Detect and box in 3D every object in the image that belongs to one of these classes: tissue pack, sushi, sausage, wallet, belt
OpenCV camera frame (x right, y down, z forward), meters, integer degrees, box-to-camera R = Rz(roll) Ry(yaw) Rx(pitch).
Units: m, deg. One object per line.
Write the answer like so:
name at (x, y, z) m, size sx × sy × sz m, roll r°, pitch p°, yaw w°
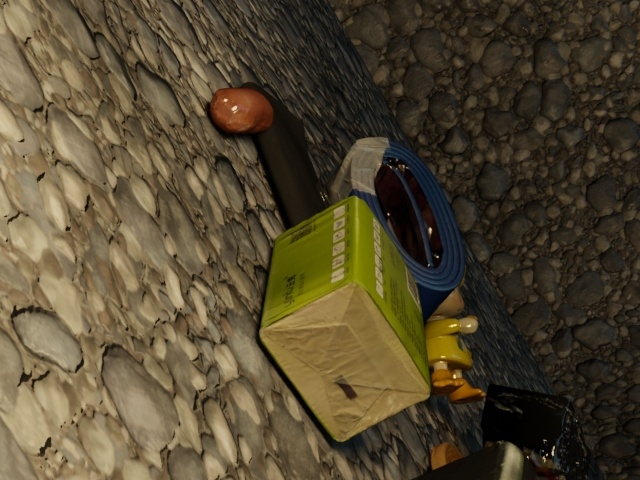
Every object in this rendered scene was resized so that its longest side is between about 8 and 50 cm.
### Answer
tissue pack at (0.035, 0.098, 1.410) m, size 0.200 × 0.167 × 0.275 m, roll 55°, pitch 17°, yaw -20°
sushi at (0.407, 0.432, 1.978) m, size 0.227 × 0.215 × 0.212 m, roll 86°, pitch 17°, yaw -45°
sausage at (-0.121, -0.202, 1.613) m, size 0.077 × 0.077 × 0.194 m, roll 62°, pitch 14°, yaw -2°
wallet at (-0.032, -0.088, 1.738) m, size 0.197 × 0.051 × 0.378 m, roll 38°, pitch 26°, yaw -54°
belt at (0.128, -0.022, 1.847) m, size 0.212 × 0.117 × 0.347 m, roll 4°, pitch 51°, yaw -28°

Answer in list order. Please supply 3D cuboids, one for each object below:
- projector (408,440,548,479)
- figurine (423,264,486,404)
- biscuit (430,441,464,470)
projector at (0.204, 0.479, 1.144) m, size 0.405 × 0.242 × 0.395 m, roll 64°, pitch 13°, yaw 2°
figurine at (0.215, 0.138, 1.983) m, size 0.215 × 0.187 × 0.344 m, roll 57°, pitch 17°, yaw -60°
biscuit at (0.250, 0.471, 1.743) m, size 0.202 × 0.044 × 0.289 m, roll 48°, pitch 21°, yaw -44°
